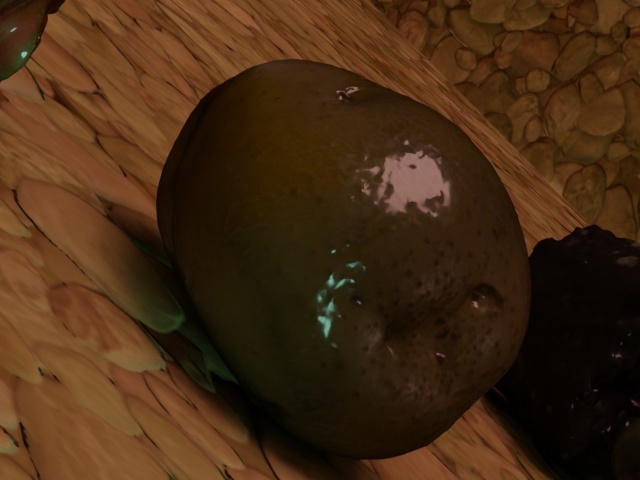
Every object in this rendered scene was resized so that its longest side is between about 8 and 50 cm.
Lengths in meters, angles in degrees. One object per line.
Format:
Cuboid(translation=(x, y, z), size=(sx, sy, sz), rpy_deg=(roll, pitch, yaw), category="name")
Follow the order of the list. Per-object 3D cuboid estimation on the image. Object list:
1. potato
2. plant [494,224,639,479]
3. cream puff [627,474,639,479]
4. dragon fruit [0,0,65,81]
Cuboid(translation=(0.000, 0.000, 0.813), size=(0.157, 0.157, 0.194), rpy_deg=(34, 0, -40), category="potato")
Cuboid(translation=(0.211, 0.105, 1.099), size=(0.149, 0.146, 0.274), rpy_deg=(18, 22, -38), category="plant")
Cuboid(translation=(0.211, 0.182, 0.547), size=(0.303, 0.212, 0.303), rpy_deg=(11, 6, -1), category="cream puff")
Cuboid(translation=(-0.168, -0.138, 0.720), size=(0.135, 0.137, 0.236), rpy_deg=(30, 5, 17), category="dragon fruit")
